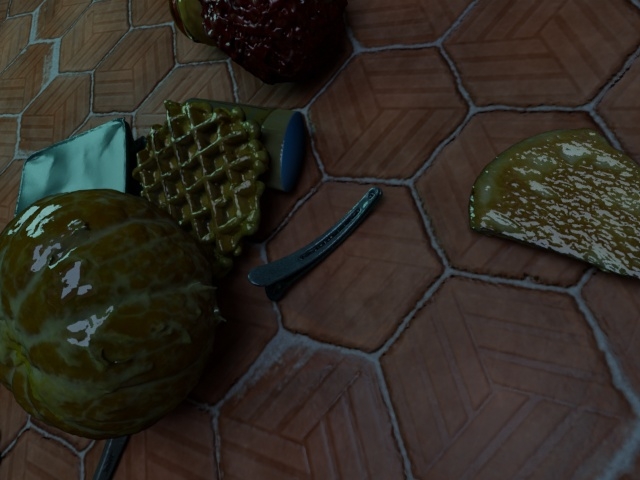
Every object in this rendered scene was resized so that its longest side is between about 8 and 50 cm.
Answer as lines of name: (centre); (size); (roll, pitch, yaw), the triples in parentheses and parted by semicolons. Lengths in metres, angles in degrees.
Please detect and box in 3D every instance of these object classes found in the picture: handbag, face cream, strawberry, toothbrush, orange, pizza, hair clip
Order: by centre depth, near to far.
pizza: (0.319, -0.044, 0.512); (0.262, 0.034, 0.181); (31, 84, 31)
orange: (-0.288, 0.094, 0.579); (0.329, 0.249, 0.330); (7, 101, 36)
toothbrush: (-0.347, 0.416, 0.616); (0.030, 0.030, 0.298); (18, 74, 2)
hair clip: (0.000, 0.000, 0.629); (0.229, 0.070, 0.039); (-39, 55, -4)
strawberry: (-0.082, -0.421, 0.719); (0.273, 0.220, 0.274); (0, 73, 2)
face cream: (-0.149, -0.175, 0.753); (0.284, 0.067, 0.140); (17, 82, 29)
handbag: (-0.457, -0.078, 0.835); (0.268, 0.100, 0.274); (-19, 63, 11)

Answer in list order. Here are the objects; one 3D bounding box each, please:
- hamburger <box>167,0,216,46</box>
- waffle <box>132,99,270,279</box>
hamburger: (-0.220, -0.473, 0.858); (0.115, 0.162, 0.162); (31, 83, 43)
waffle: (-0.209, -0.086, 0.703); (0.281, 0.058, 0.301); (2, 87, 29)
